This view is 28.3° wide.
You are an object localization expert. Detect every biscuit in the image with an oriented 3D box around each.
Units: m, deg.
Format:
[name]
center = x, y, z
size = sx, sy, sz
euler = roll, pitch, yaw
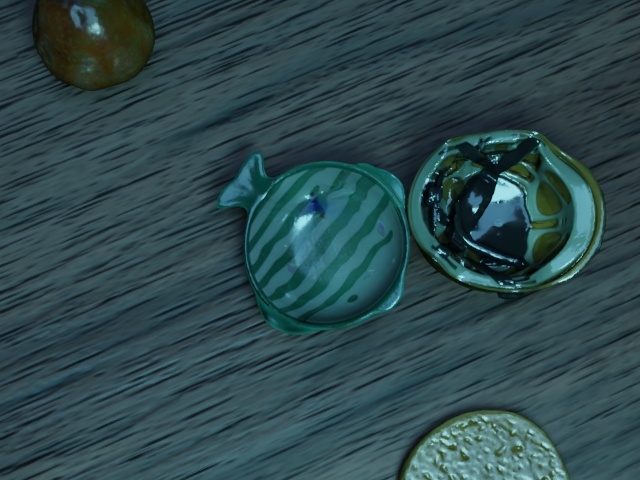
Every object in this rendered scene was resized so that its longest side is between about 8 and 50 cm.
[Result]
[biscuit]
center = 0.176, 0.335, 1.458
size = 0.202, 0.044, 0.289
euler = 17, 79, 2

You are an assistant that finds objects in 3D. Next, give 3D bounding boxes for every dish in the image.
[dish]
center = 0.000, 0.000, 1.497
size = 0.246, 0.078, 0.224
euler = 38, 92, 13

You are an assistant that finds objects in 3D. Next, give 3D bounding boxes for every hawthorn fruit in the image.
[hawthorn fruit]
center = -0.285, -0.255, 1.506
size = 0.149, 0.189, 0.149
euler = -6, 77, 27

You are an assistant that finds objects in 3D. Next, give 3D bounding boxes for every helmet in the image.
[helmet]
center = 0.209, -0.027, 1.495
size = 0.224, 0.130, 0.198
euler = 7, 82, -3
